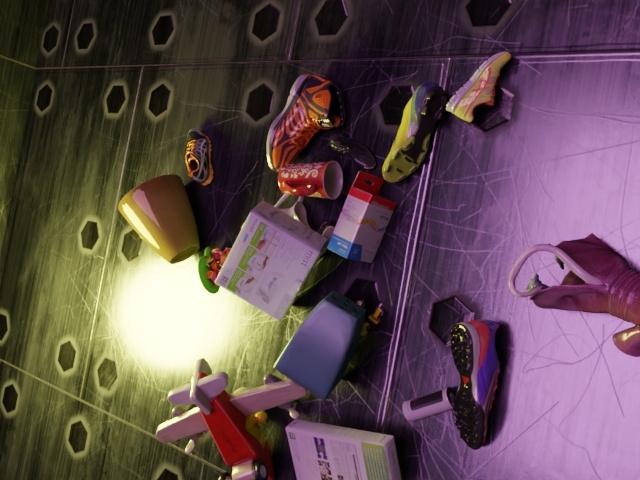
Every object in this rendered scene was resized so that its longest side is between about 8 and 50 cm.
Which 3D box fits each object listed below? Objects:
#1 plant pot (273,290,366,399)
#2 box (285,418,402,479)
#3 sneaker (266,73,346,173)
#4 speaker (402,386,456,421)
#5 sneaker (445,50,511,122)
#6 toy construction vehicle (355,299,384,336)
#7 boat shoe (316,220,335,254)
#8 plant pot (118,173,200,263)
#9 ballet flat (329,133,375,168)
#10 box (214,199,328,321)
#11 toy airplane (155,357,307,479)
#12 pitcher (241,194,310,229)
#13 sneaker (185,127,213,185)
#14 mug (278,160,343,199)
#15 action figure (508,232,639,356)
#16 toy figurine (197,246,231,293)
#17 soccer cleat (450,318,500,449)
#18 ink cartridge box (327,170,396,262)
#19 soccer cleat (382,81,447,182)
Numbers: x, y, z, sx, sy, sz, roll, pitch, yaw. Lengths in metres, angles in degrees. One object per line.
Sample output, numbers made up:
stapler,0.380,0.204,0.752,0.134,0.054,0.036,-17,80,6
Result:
plant pot,0.016,0.268,1.753,0.165,0.165,0.234,30,107,11
box,0.066,0.611,1.727,0.321,0.058,0.233,-1,106,37
sneaker,-0.040,-0.339,1.948,0.180,0.124,0.321,26,99,36
speaker,0.278,0.419,1.651,0.136,0.055,0.055,-27,68,31
sneaker,0.422,-0.391,1.661,0.094,0.081,0.208,44,106,8
toy construction vehicle,0.126,0.211,1.808,0.085,0.035,0.098,37,107,22
boat shoe,0.002,0.001,1.921,0.133,0.048,0.042,-56,29,24
plant pot,-0.526,-0.055,2.214,0.237,0.237,0.254,-37,77,26
ballet flat,0.097,-0.259,1.897,0.173,0.049,0.057,38,78,28
box,-0.142,0.061,1.880,0.231,0.127,0.262,29,113,1
toy airplane,-0.265,0.504,1.899,0.385,0.272,0.385,21,111,4
pitcher,-0.136,-0.064,1.993,0.207,0.125,0.178,-20,51,21
sneaker,-0.431,-0.298,2.251,0.084,0.083,0.215,-29,66,31
mug,-0.042,-0.182,1.903,0.169,0.150,0.113,5,91,33
action figure,0.629,0.097,1.327,0.370,0.275,0.248,29,94,49
toy figurine,-0.295,0.073,2.102,0.159,0.130,0.173,-18,48,19
soccer cleat,0.386,0.346,1.561,0.108,0.116,0.319,11,107,64
ink cartridge box,0.123,-0.063,1.783,0.078,0.134,0.231,27,100,36
soccer cleat,0.250,-0.294,1.772,0.289,0.093,0.121,-64,25,16
